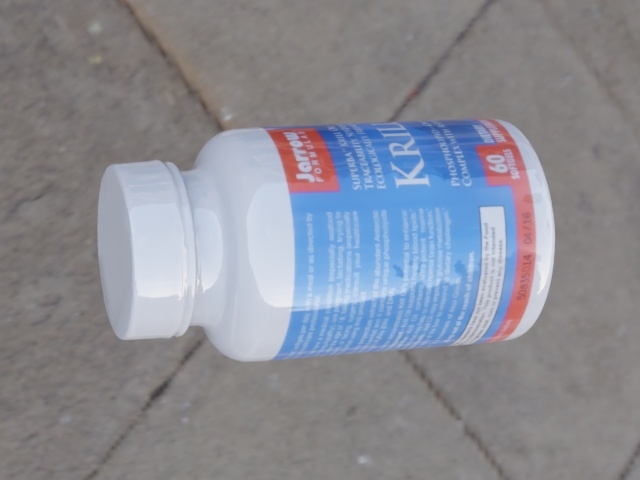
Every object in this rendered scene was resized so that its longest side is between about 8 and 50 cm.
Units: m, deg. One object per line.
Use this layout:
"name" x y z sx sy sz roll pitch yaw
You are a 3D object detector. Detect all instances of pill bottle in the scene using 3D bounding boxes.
"pill bottle" 0.000 0.000 0.919 0.221 0.124 0.124 -4 81 -19
